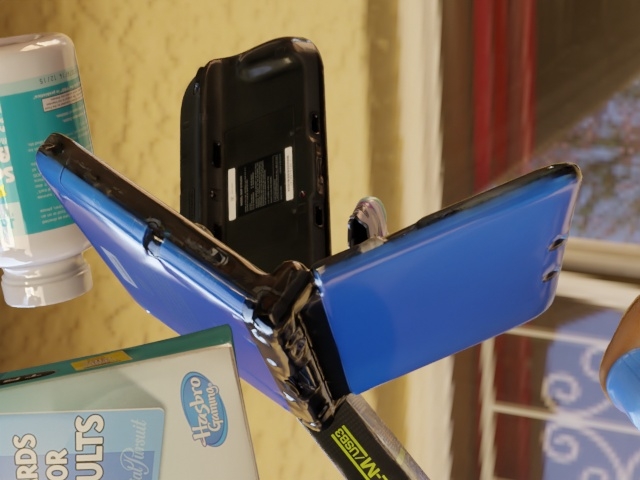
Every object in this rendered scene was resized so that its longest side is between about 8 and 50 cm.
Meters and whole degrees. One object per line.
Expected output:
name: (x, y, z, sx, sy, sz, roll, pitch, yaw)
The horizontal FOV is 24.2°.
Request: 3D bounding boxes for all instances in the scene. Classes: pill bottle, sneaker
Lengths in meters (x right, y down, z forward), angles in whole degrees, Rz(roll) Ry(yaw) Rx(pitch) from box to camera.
pill bottle: (-0.300, -0.071, 1.517, 0.146, 0.146, 0.264, -32, -64, -58)
sneaker: (0.052, 0.009, 1.576, 0.069, 0.038, 0.098, -48, -62, -51)

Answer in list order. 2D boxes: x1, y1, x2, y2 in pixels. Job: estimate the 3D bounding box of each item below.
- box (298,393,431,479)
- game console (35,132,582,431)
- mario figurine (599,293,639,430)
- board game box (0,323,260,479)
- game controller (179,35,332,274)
box: (0.056, 0.188, 1.163, 0.184, 0.045, 0.190, 53, -179, 5)
game console: (0.000, 0.000, 0.914, 0.173, 0.250, 0.293, -53, -15, -12)
mario figurine: (0.259, 0.126, 0.732, 0.320, 0.198, 0.170, -108, 21, -62)
board game box: (-0.182, 0.199, 0.709, 0.079, 0.336, 0.254, -147, 46, -85)
game controller: (-0.064, -0.043, 1.428, 0.067, 0.166, 0.319, 34, -132, -55)
